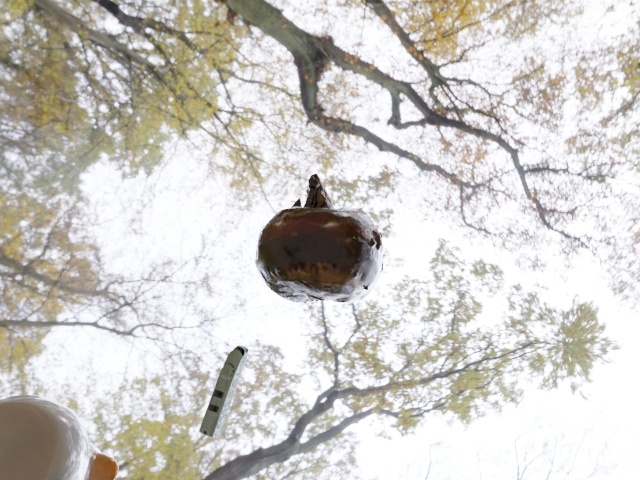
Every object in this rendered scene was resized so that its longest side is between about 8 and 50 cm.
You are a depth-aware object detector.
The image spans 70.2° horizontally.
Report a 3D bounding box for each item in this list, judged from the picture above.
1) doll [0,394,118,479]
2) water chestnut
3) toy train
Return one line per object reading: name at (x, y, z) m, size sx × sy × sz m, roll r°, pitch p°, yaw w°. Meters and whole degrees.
doll at (-0.433, 0.347, 0.665) m, size 0.251 × 0.221 × 0.221 m, roll -4°, pitch -108°, yaw -13°
water chestnut at (0.000, 0.000, 0.986) m, size 0.300 × 0.300 × 0.300 m, roll -7°, pitch -105°, yaw 27°
toy train at (-0.220, 0.342, 1.051) m, size 0.043 × 0.047 × 0.207 m, roll 9°, pitch -110°, yaw 26°
